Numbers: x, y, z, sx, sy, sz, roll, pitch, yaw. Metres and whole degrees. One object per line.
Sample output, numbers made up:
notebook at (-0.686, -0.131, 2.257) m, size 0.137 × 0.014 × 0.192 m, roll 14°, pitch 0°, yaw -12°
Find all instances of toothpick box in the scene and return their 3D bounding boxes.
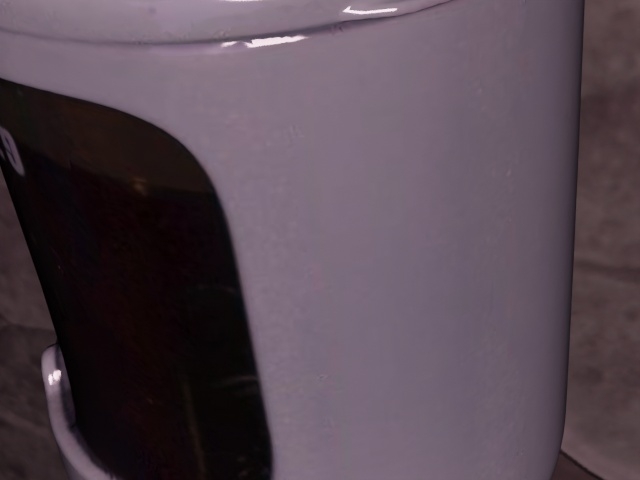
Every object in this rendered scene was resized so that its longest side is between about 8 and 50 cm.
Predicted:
toothpick box at (0.000, 0.000, 0.517) m, size 0.263 × 0.263 × 0.355 m, roll 6°, pitch 125°, yaw 17°
